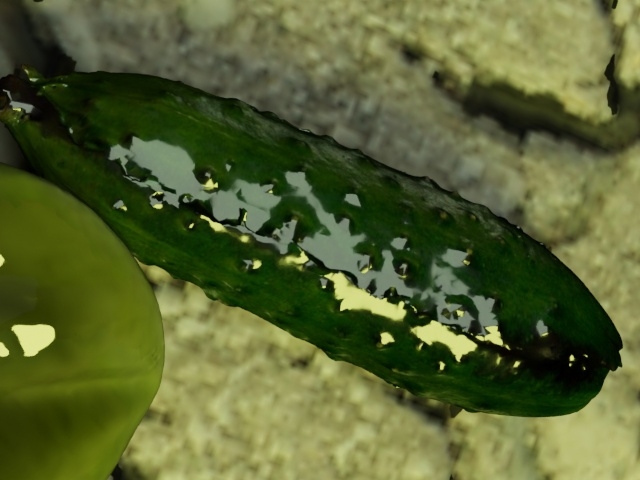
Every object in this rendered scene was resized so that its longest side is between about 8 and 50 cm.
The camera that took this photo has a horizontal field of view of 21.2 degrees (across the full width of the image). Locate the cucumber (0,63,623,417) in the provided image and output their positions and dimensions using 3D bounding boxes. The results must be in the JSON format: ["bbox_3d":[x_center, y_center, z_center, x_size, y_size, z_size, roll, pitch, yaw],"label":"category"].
[{"bbox_3d":[0.000,0.000,0.542,0.227,0.069,0.069,25,84,-20],"label":"cucumber"}]

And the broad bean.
[{"bbox_3d":[-0.142,0.036,0.474,0.207,0.072,0.153,27,99,-26],"label":"broad bean"}]
